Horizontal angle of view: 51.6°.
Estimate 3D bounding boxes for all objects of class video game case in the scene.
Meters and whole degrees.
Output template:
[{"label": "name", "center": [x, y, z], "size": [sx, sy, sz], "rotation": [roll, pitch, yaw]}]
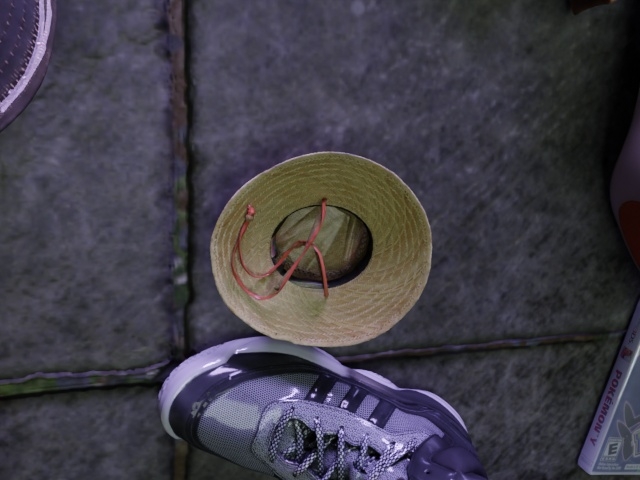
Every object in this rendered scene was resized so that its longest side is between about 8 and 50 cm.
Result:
[{"label": "video game case", "center": [0.367, 0.151, 0.658], "size": [0.201, 0.023, 0.183], "rotation": [8, 105, -22]}]

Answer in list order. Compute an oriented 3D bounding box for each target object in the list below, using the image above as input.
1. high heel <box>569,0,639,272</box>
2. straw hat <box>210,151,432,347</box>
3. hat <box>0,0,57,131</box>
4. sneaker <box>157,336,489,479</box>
[{"label": "high heel", "center": [0.311, -0.100, 0.489], "size": [0.181, 0.127, 0.377], "rotation": [-22, 111, 0]}, {"label": "straw hat", "center": [0.000, 0.000, 0.456], "size": [0.144, 0.061, 0.144], "rotation": [0, 107, -1]}, {"label": "hat", "center": [-0.215, -0.172, 0.212], "size": [0.331, 0.134, 0.331], "rotation": [12, 73, -45]}, {"label": "sneaker", "center": [0.023, 0.155, 0.466], "size": [0.269, 0.153, 0.101], "rotation": [20, 100, -24]}]
